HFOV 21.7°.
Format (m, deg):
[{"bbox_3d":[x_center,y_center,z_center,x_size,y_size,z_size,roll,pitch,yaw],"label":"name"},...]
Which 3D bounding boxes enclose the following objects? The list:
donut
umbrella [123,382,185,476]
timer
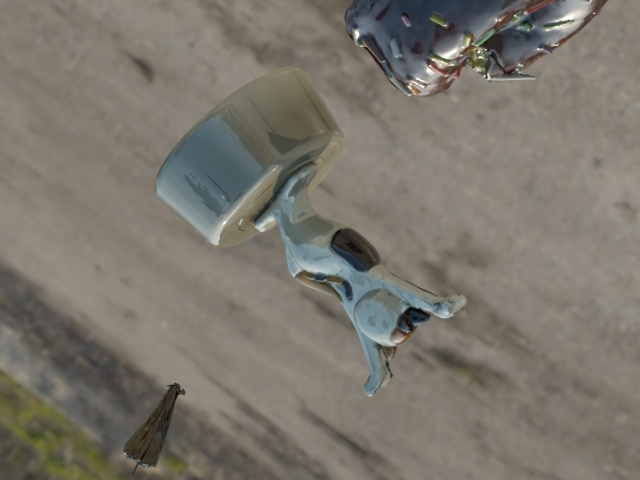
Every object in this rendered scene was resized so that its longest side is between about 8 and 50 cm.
[{"bbox_3d":[0.142,-0.191,1.284,0.230,0.216,0.096,1,-122,-63],"label":"donut"},{"bbox_3d":[-0.132,0.150,1.325,0.031,0.083,0.020,31,166,-10],"label":"umbrella"},{"bbox_3d":[0.000,0.000,1.476,0.266,0.175,0.175,50,167,11],"label":"timer"}]
